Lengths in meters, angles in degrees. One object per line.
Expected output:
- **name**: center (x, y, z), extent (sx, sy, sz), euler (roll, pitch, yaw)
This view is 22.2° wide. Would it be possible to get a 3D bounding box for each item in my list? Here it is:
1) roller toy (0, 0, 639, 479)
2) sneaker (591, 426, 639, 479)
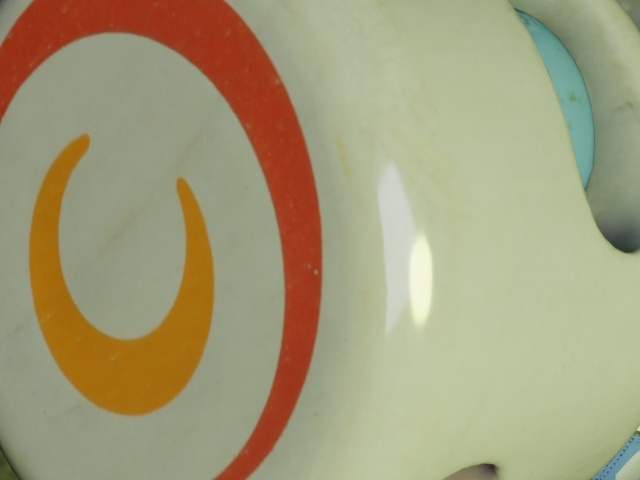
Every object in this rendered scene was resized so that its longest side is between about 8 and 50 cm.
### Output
- **roller toy**: center (0.000, 0.000, 0.467), extent (0.146, 0.191, 0.209), euler (-6, 115, -46)
- **sneaker**: center (0.093, 0.023, 0.520), extent (0.080, 0.081, 0.211), euler (36, 99, 26)
